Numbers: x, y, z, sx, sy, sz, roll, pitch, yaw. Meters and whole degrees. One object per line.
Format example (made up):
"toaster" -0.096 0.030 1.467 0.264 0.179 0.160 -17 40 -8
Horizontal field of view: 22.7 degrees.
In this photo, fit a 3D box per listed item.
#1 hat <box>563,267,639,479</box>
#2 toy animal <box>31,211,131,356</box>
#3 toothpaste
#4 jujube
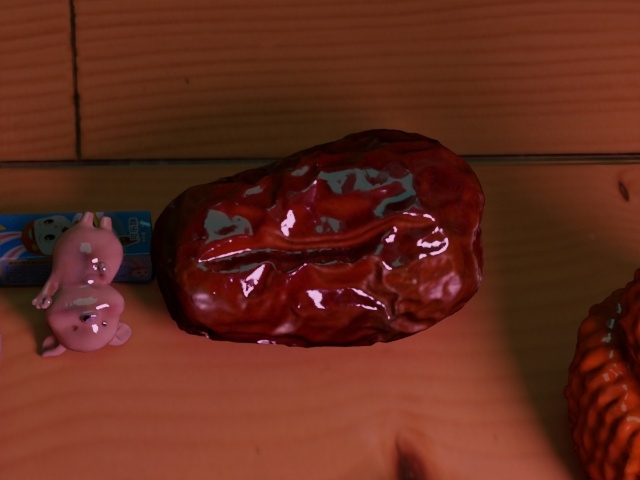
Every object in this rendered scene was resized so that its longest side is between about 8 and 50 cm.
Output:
"hat" 0.392 0.094 1.455 0.285 0.400 0.285 7 47 -8
"toy animal" -0.231 0.047 1.592 0.083 0.089 0.150 7 89 13
"toothpaste" -0.305 0.011 1.654 0.266 0.050 0.065 -2 52 -9
"jujube" 0.000 0.000 1.614 0.342 0.216 0.216 -10 51 -7
